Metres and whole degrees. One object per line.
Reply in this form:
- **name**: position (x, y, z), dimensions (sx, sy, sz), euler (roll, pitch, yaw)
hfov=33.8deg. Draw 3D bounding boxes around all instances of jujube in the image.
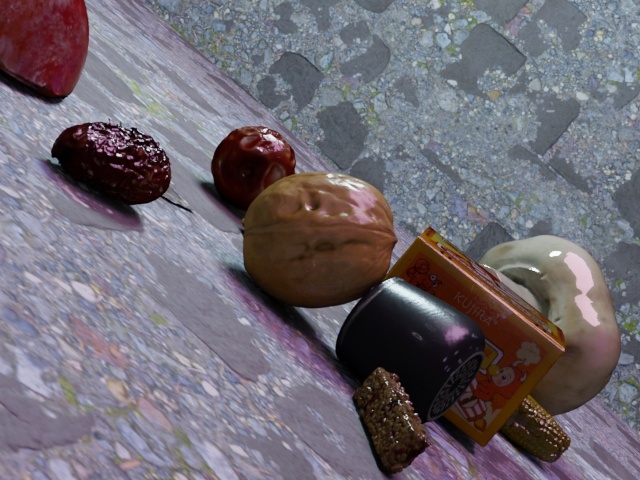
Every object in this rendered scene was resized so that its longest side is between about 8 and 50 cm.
- **jujube**: position (-0.117, -0.128, 1.916), dimensions (0.155, 0.155, 0.230), euler (40, 0, -1)
- **jujube**: position (-0.254, -0.099, 1.326), dimensions (0.104, 0.104, 0.166), euler (45, 14, 30)

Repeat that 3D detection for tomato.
- **tomato**: position (-0.439, -0.349, 1.546), dimensions (0.309, 0.170, 0.309), euler (38, 10, -8)

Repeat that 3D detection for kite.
- **kite**: position (-0.272, -0.120, 1.641), dimensions (0.127, 0.016, 0.229), euler (37, 11, -42)

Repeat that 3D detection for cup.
- **cup**: position (0.130, 0.155, 1.480), dimensions (0.176, 0.169, 0.223), euler (35, 3, 23)

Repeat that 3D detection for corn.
- **corn**: position (0.312, 0.275, 1.890), dimensions (0.320, 0.097, 0.097), euler (42, 8, 0)

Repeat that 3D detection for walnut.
- **walnut**: position (0.000, 0.000, 1.505), dimensions (0.221, 0.195, 0.195), euler (-4, 0, 11)

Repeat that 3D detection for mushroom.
- **mushroom**: position (0.416, 0.156, 2.017), dimensions (0.325, 0.353, 0.353), euler (18, 2, 16)

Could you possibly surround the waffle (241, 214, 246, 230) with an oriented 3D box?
- **waffle**: position (-0.073, 0.016, 1.694), dimensions (0.160, 0.046, 0.192), euler (43, 8, 2)

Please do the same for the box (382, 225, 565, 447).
- **box**: position (0.218, 0.143, 1.701), dimensions (0.283, 0.214, 0.259), euler (37, 6, 5)

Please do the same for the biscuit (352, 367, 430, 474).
- **biscuit**: position (0.083, 0.215, 1.276), dimensions (0.034, 0.064, 0.199), euler (38, 8, -17)
